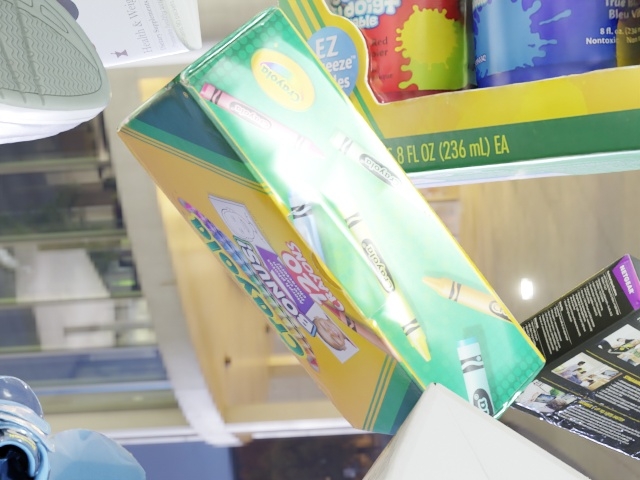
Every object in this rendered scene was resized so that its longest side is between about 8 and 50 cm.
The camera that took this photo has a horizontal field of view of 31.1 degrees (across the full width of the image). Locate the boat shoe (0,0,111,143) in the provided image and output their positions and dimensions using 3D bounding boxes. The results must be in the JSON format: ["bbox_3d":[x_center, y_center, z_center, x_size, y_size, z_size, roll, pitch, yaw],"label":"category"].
[{"bbox_3d":[-0.257,-0.097,0.612,0.320,0.103,0.118,-5,-115,-50],"label":"boat shoe"}]

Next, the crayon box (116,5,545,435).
[{"bbox_3d":[0.000,0.000,0.743,0.278,0.081,0.165,52,159,-10],"label":"crayon box"}]

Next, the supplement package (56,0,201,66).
[{"bbox_3d":[-0.201,-0.222,0.755,0.194,0.203,0.149,76,-175,-57],"label":"supplement package"}]

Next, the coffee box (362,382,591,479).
[{"bbox_3d":[0.051,0.251,0.666,0.297,0.168,0.119,-59,-3,32],"label":"coffee box"}]

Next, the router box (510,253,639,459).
[{"bbox_3d":[0.222,0.089,0.810,0.179,0.133,0.046,26,-139,-36],"label":"router box"}]

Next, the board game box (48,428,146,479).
[{"bbox_3d":[-0.170,0.227,0.886,0.033,0.133,0.169,-3,-91,-56],"label":"board game box"}]

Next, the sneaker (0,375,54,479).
[{"bbox_3d":[-0.175,0.119,0.647,0.059,0.053,0.144,-59,24,24],"label":"sneaker"}]

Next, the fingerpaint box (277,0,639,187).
[{"bbox_3d":[0.176,-0.235,0.847,0.163,0.444,0.371,0,-92,-51],"label":"fingerpaint box"}]
